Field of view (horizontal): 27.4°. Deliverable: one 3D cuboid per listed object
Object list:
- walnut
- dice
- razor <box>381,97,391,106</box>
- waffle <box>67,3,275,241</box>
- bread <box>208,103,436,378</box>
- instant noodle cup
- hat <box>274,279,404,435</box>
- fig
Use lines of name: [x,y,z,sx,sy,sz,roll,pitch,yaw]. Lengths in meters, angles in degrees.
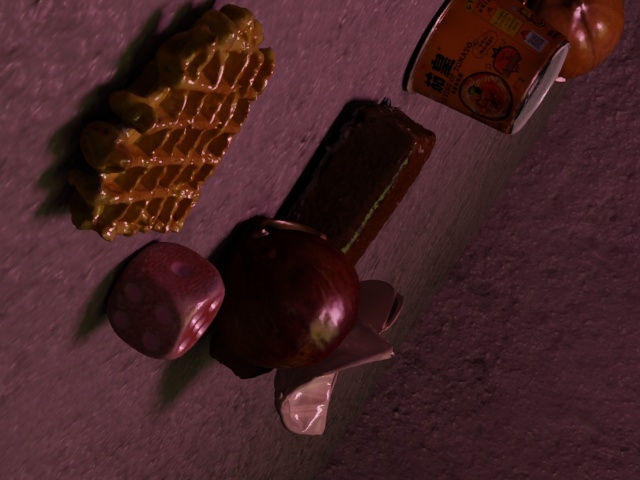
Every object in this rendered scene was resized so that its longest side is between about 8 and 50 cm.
walnut: [0.401,-0.364,2.197,0.209,0.209,0.336,-56,172,6]
dice: [-0.163,0.063,1.388,0.094,0.093,0.091,-36,158,-56]
razor: [0.066,-0.137,1.913,0.154,0.028,0.044,-57,168,12]
waffle: [-0.132,-0.103,1.134,0.229,0.057,0.219,-59,168,14]
bread: [0.000,0.000,1.828,0.416,0.113,0.165,-56,168,11]
instant noodle cup: [0.254,-0.267,1.941,0.216,0.172,0.216,-53,168,-16]
hat: [0.009,0.139,1.817,0.219,0.164,0.226,-52,-148,38]
fig: [-0.049,0.064,1.669,0.205,0.205,0.205,-52,168,-16]
